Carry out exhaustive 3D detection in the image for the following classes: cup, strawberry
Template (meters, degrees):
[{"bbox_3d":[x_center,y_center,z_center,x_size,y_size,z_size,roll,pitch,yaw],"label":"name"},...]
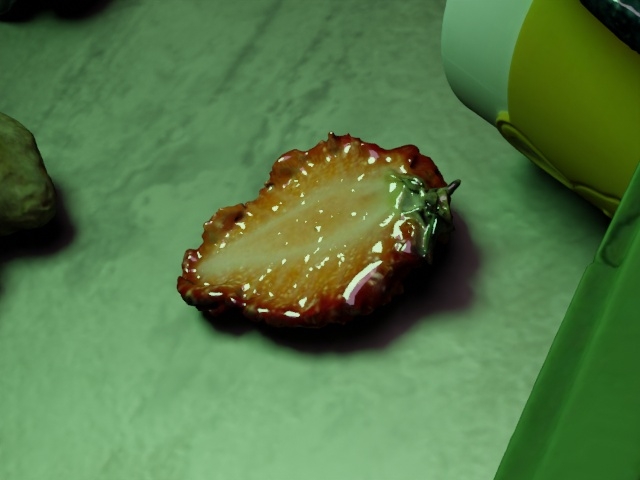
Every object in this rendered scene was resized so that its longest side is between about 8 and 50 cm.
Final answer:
[{"bbox_3d":[0.169,-0.078,0.641,0.226,0.241,0.185,48,110,32],"label":"cup"},{"bbox_3d":[0.002,0.001,0.744,0.152,0.048,0.104,-17,55,22],"label":"strawberry"}]

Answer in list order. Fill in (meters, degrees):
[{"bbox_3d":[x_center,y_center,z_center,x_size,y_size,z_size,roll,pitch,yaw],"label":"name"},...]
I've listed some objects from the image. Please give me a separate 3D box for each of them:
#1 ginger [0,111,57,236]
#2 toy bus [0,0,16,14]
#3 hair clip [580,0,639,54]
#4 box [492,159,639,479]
[{"bbox_3d":[-0.221,0.011,0.780,0.104,0.080,0.204,21,59,24],"label":"ginger"},{"bbox_3d":[-0.285,-0.286,0.961,0.365,0.202,0.177,15,57,27],"label":"toy bus"},{"bbox_3d":[0.215,-0.167,0.515,0.206,0.194,0.310,19,46,9],"label":"hair clip"},{"bbox_3d":[0.171,0.128,0.448,0.253,0.178,0.328,21,43,14],"label":"box"}]
